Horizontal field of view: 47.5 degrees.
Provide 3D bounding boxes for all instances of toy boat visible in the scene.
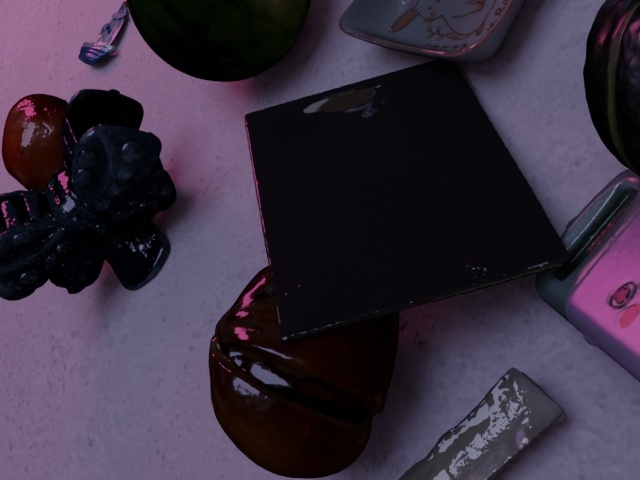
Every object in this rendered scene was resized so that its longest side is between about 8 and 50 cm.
[{"bbox_3d":[-0.384,-0.376,1.333,0.149,0.034,0.105,-41,45,1],"label":"toy boat"}]

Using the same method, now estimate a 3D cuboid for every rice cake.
[{"bbox_3d":[0.096,0.211,0.615,0.057,0.052,0.256,44,102,9],"label":"rice cake"}]

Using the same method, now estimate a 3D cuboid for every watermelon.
[{"bbox_3d":[-0.131,-0.329,0.941,0.242,0.242,0.242,-18,59,33],"label":"watermelon"}]

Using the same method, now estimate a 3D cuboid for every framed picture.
[{"bbox_3d":[0.058,-0.061,0.698,0.244,0.013,0.324,-15,44,2],"label":"framed picture"}]

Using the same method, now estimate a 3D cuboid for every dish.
[{"bbox_3d":[0.137,-0.265,0.798,0.212,0.077,0.151,27,90,44],"label":"dish"}]

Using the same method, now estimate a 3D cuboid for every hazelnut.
[{"bbox_3d":[-0.014,0.110,0.673,0.178,0.178,0.204,18,82,44],"label":"hazelnut"}]

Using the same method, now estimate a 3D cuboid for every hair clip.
[{"bbox_3d":[-0.321,-0.044,0.992,0.310,0.206,0.194,-42,54,11],"label":"hair clip"}]

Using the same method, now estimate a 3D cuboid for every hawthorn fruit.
[{"bbox_3d":[-0.443,-0.133,1.170,0.157,0.157,0.194,11,74,43],"label":"hawthorn fruit"}]

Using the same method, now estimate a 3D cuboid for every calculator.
[{"bbox_3d":[0.251,0.028,0.534,0.141,0.045,0.246,-52,23,10],"label":"calculator"}]

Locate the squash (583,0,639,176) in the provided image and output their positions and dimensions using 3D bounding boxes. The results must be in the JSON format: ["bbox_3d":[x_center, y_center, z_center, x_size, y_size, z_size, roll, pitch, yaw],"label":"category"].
[{"bbox_3d":[0.309,-0.127,0.491,0.252,0.165,0.252,-16,32,11],"label":"squash"}]
